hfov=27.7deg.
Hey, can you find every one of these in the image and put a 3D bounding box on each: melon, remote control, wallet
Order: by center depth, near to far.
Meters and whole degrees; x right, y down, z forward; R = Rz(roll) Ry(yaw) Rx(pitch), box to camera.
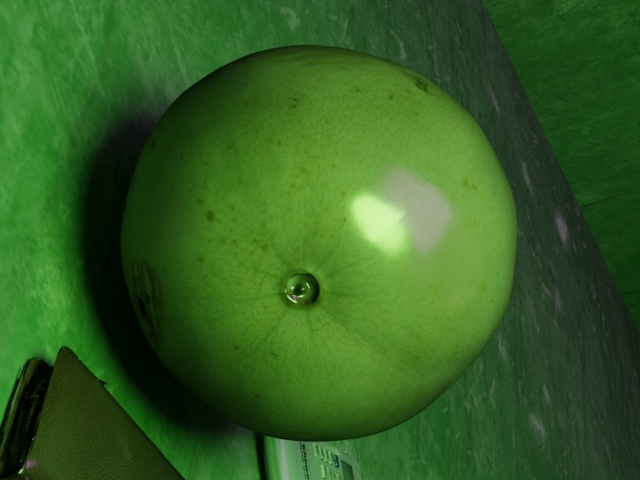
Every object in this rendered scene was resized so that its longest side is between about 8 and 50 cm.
[{"bbox_3d":[-0.118,0.160,0.771,0.198,0.031,0.110,57,24,-34],"label":"wallet"},{"bbox_3d":[0.000,0.000,0.890,0.330,0.268,0.269,-80,148,-79],"label":"melon"},{"bbox_3d":[-0.004,0.192,1.050,0.162,0.029,0.061,44,35,-60],"label":"remote control"}]
